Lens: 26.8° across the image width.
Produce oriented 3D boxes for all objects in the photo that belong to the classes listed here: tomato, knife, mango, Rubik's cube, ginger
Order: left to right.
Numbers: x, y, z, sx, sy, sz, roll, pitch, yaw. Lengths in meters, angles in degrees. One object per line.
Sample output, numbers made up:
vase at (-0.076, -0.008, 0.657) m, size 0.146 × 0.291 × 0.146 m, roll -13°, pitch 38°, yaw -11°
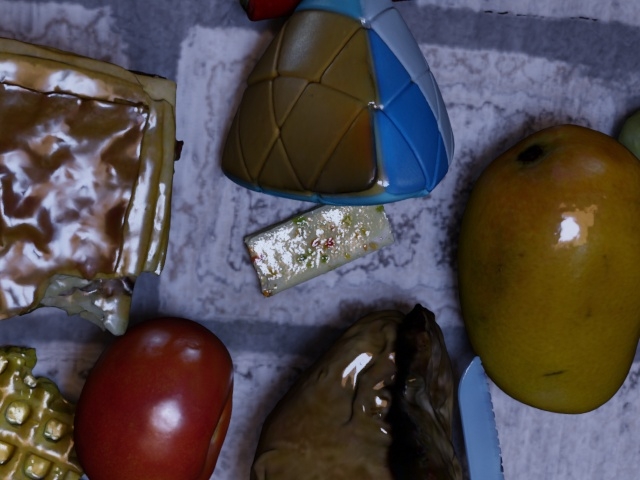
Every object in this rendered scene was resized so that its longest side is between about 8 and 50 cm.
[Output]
tomato at (-0.159, 0.163, 1.285) m, size 0.136 × 0.195 × 0.195 m, roll 17°, pitch 95°, yaw 5°
Rubik's cube at (0.025, -0.098, 1.318) m, size 0.254 × 0.254 × 0.254 m, roll -2°, pitch 100°, yaw -13°
ginger at (0.035, 0.211, 1.336) m, size 0.223 × 0.200 × 0.269 m, roll -15°, pitch 64°, yaw 13°
knife at (0.175, 0.266, 1.406) m, size 0.044 × 0.019 × 0.313 m, roll -16°, pitch 110°, yaw -17°
mango at (0.245, 0.039, 1.376) m, size 0.211 × 0.173 × 0.317 m, roll -10°, pitch 113°, yaw -14°

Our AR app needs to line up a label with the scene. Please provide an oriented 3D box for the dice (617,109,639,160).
dice at (0.418, -0.070, 1.395) m, size 0.169 × 0.169 × 0.166 m, roll -20°, pitch 103°, yaw -9°

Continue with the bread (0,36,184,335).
bread at (-0.310, -0.006, 1.222) m, size 0.314 × 0.191 × 0.370 m, roll 11°, pitch 101°, yaw -19°

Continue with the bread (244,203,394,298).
bread at (0.000, 0.000, 1.379) m, size 0.154 × 0.028 × 0.068 m, roll -23°, pitch 102°, yaw -11°

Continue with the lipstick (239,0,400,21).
lipstick at (0.038, -0.266, 1.318) m, size 0.241 × 0.080 × 0.080 m, roll -8°, pitch 101°, yaw -13°

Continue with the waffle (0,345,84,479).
waffle at (-0.351, 0.240, 1.321) m, size 0.291 × 0.051 × 0.291 m, roll -2°, pitch 97°, yaw -13°
